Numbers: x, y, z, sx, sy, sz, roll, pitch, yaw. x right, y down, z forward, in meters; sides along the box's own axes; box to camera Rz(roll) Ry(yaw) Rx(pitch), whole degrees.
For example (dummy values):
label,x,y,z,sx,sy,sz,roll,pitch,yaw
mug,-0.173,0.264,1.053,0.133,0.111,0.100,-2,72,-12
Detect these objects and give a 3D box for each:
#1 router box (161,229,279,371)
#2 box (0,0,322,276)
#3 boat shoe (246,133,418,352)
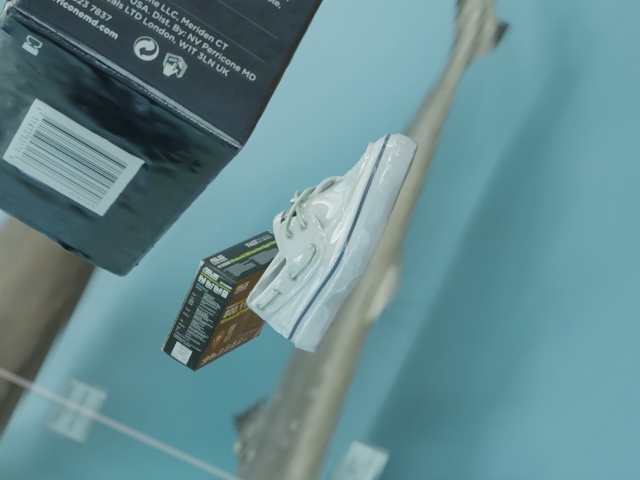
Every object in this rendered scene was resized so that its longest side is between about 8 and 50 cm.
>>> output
label,x,y,z,sx,sy,sz,roll,pitch,yaw
router box,-0.074,0.049,1.441,0.122,0.038,0.092,-28,-34,-62
box,-0.058,-0.091,0.642,0.158,0.093,0.156,-64,11,-25
boat shoe,0.000,0.000,1.262,0.083,0.076,0.226,-66,1,-48
